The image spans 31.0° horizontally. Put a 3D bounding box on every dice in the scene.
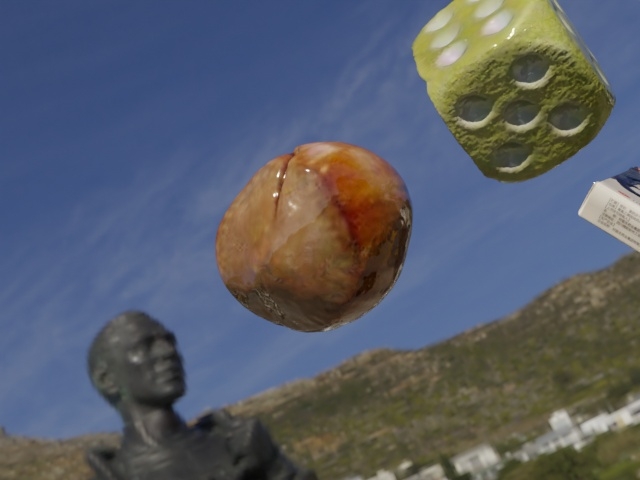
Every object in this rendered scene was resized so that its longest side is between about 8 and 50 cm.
[{"bbox_3d":[0.288,-0.248,1.737,0.227,0.238,0.233,-34,-61,18],"label":"dice"}]

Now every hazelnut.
[{"bbox_3d":[0.000,0.000,2.031,0.372,0.315,0.372,-24,-11,-5],"label":"hazelnut"}]

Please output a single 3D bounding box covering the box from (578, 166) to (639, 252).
[{"bbox_3d":[0.571,0.013,1.698,0.214,0.353,0.069,-18,-44,-58],"label":"box"}]
